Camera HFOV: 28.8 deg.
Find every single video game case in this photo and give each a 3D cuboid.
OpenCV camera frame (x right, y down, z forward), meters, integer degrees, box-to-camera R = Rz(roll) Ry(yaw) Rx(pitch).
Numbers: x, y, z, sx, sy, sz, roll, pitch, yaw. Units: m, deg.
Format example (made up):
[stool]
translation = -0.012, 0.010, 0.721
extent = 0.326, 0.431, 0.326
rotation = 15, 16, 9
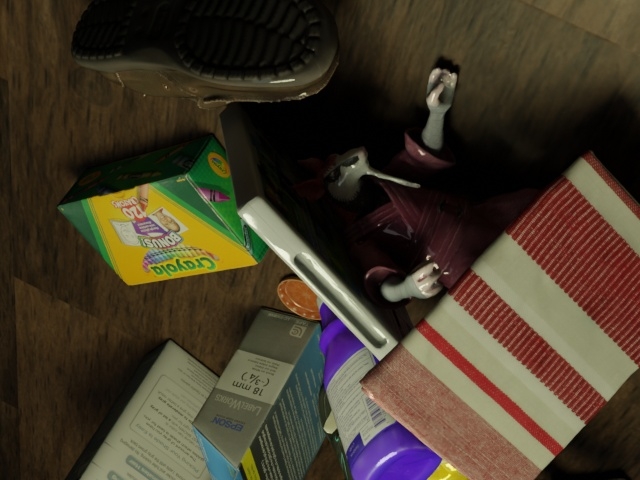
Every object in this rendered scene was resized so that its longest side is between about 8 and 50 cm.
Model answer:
[video game case]
translation = 0.000, 0.000, 1.437
extent = 0.036, 0.329, 0.300
rotation = -39, 113, 10

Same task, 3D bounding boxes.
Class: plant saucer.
[plant saucer]
translation = -0.021, 0.080, 1.766
extent = 0.084, 0.013, 0.083
rotation = 18, 143, 14

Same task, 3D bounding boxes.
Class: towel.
[towel]
translation = 0.225, 0.096, 1.289
extent = 0.237, 0.329, 0.037
rotation = 42, -178, -27

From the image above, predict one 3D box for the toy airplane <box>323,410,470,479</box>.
[toy airplane]
translation = 0.176, 0.303, 1.668
extent = 0.384, 0.272, 0.386
rotation = 58, 162, -10

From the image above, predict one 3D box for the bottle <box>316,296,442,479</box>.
[bottle]
translation = 0.061, 0.170, 1.517
extent = 0.092, 0.282, 0.118
rotation = 15, 127, -32

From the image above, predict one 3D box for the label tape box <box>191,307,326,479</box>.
[label tape box]
translation = -0.096, 0.302, 1.813
extent = 0.106, 0.333, 0.240
rotation = 14, 141, 21

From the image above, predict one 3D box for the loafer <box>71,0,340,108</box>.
[loafer]
translation = -0.114, -0.216, 1.396
extent = 0.366, 0.133, 0.130
rotation = 13, 166, 38

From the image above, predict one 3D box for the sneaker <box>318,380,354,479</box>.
[sneaker]
translation = 0.076, 0.316, 1.811
extent = 0.267, 0.101, 0.106
rotation = 64, 180, 7

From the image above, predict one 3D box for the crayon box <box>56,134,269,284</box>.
[crayon box]
translation = -0.208, -0.035, 1.698
extent = 0.278, 0.081, 0.165
rotation = -10, 128, 42

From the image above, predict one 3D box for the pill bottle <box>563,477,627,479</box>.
[pill bottle]
translation = 0.370, 0.394, 1.805
extent = 0.169, 0.094, 0.094
rotation = -14, 126, 44

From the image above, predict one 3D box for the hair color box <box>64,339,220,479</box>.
[hair color box]
translation = -0.280, 0.365, 1.985
extent = 0.185, 0.374, 0.114
rotation = 40, 144, -13

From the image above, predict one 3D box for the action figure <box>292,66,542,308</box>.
[action figure]
translation = 0.143, -0.011, 1.404
extent = 0.370, 0.248, 0.275
rotation = 23, 160, 3
